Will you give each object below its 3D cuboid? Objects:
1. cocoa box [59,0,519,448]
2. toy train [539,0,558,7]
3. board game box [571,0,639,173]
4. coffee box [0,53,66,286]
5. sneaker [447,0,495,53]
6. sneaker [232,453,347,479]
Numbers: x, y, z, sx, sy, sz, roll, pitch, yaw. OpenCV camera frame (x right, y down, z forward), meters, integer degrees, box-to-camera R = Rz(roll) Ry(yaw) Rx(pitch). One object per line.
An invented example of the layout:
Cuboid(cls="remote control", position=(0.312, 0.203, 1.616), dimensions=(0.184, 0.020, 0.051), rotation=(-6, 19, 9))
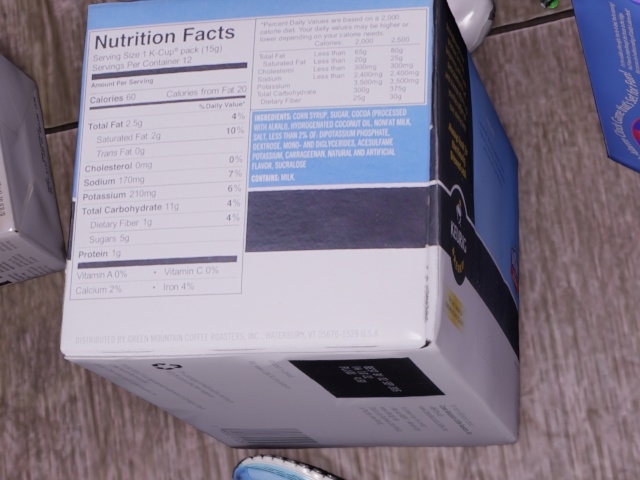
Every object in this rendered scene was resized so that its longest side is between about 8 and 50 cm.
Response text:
Cuboid(cls="cocoa box", position=(0.000, 0.000, 1.142), dimensions=(0.231, 0.347, 0.228), rotation=(-2, 74, 14))
Cuboid(cls="toy train", position=(0.197, -0.214, 1.329), dimensions=(0.083, 0.017, 0.024), rotation=(-45, 60, -1))
Cuboid(cls="board game box", position=(0.291, -0.089, 1.094), dimensions=(0.233, 0.347, 0.078), rotation=(28, 83, 19))
Cuboid(cls="coffee box", position=(-0.370, -0.028, 1.363), dimensions=(0.297, 0.119, 0.168), rotation=(-16, 72, 9))
Cuboid(cls="sneaker", position=(-0.006, -0.218, 1.321), dimensions=(0.297, 0.129, 0.111), rotation=(23, 80, 17))
Cuboid(cls="sneaker", position=(0.002, 0.207, 1.236), dimensions=(0.162, 0.063, 0.073), rotation=(25, 85, 19))
